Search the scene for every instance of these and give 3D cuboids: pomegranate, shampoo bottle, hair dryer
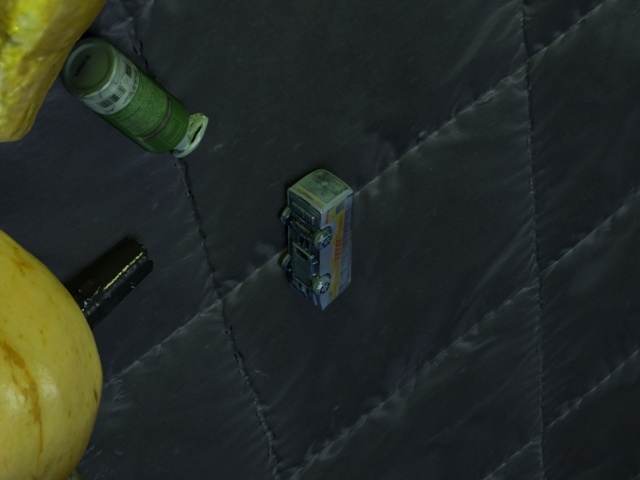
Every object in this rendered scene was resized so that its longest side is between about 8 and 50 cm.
[{"bbox_3d":[-0.343,0.153,1.618,0.342,0.342,0.342,-33,148,-23],"label":"pomegranate"},{"bbox_3d":[-0.172,-0.129,1.839,0.065,0.065,0.204,-48,151,2],"label":"shampoo bottle"},{"bbox_3d":[-0.271,0.086,1.980,0.251,0.089,0.197,-44,150,-24],"label":"hair dryer"}]

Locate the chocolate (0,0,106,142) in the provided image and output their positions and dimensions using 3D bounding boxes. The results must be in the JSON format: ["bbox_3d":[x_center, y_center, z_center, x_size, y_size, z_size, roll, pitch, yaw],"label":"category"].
[{"bbox_3d":[-0.221,-0.269,1.528,0.162,0.162,0.445,-15,143,-43],"label":"chocolate"}]

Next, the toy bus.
[{"bbox_3d":[0.000,0.000,2.229,0.075,0.064,0.190,-37,150,-28],"label":"toy bus"}]

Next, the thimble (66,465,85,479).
[{"bbox_3d":[-0.328,0.262,1.843,0.196,0.229,0.148,-37,127,6],"label":"thimble"}]
